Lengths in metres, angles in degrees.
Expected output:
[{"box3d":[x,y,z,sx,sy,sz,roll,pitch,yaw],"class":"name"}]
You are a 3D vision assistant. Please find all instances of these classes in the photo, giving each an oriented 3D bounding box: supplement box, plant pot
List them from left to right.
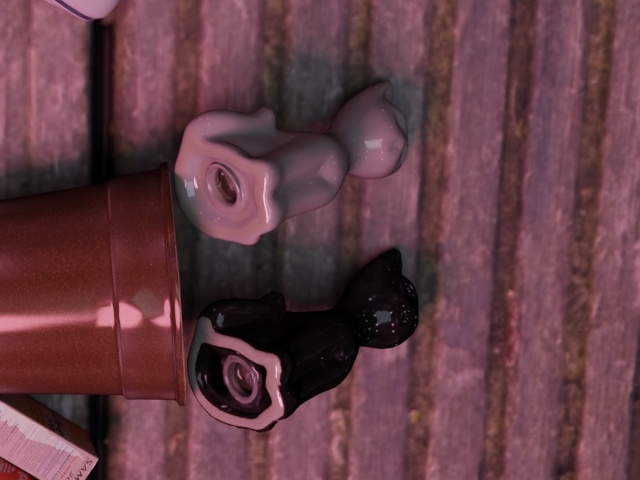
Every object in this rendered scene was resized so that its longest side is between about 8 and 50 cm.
[{"box3d":[-0.211,0.135,1.162,0.098,0.062,0.036,35,91,-21],"class":"supplement box"},{"box3d":[-0.178,0.034,1.101,0.165,0.167,0.167,-4,105,-6],"class":"plant pot"}]

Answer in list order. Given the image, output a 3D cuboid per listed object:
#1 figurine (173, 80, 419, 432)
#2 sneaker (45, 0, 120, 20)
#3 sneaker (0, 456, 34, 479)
[{"box3d":[0.000,0.000,1.147,0.209,0.092,0.215,-21,114,-49],"class":"figurine"},{"box3d":[-0.253,-0.207,1.060,0.258,0.094,0.091,30,115,-17],"class":"sneaker"},{"box3d":[-0.341,0.268,1.136,0.350,0.131,0.148,-35,103,-10],"class":"sneaker"}]
